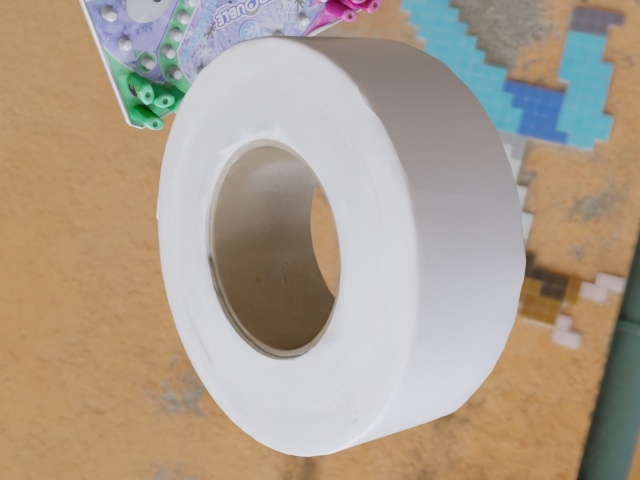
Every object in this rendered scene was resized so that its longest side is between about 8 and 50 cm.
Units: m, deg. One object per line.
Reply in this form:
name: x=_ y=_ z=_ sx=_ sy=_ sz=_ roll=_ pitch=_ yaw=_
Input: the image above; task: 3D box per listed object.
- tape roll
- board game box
tape roll: x=0.000 y=0.000 z=0.691 sx=0.100 sy=0.286 sz=0.286 roll=-9 pitch=-165 yaw=-39
board game box: x=-0.110 y=-0.370 z=1.172 sx=0.050 sy=0.390 sz=0.389 roll=36 pitch=151 yaw=43
